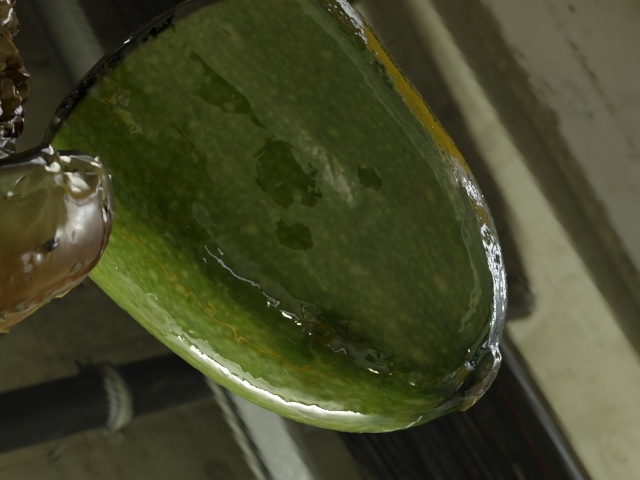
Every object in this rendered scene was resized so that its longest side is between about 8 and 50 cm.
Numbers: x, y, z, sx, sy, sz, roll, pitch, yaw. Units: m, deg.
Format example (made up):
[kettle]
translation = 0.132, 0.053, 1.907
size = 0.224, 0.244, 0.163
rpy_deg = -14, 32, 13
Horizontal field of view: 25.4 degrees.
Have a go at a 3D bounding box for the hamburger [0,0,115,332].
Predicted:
[hamburger]
translation = -0.161, -0.009, 0.428
size = 0.185, 0.177, 0.113
rpy_deg = -29, -67, -30

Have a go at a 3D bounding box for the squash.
[squash]
translation = -0.016, 0.019, 1.050
size = 0.310, 0.310, 0.309
rpy_deg = -7, -124, -45
